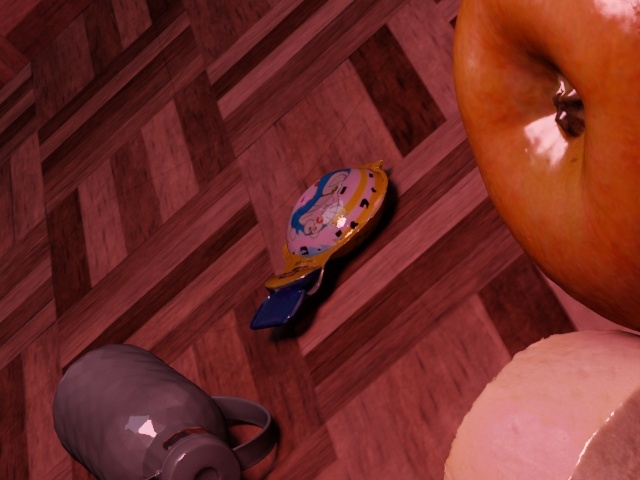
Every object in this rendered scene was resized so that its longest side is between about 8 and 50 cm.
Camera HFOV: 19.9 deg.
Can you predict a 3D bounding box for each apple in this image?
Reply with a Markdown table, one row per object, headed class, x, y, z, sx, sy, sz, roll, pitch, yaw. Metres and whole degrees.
| class | x | y | z | sx | sy | sz | roll | pitch | yaw |
| --- | --- | --- | --- | --- | --- | --- | --- | --- | --- |
| apple | 0.265 | -0.123 | 1.258 | 0.400 | 0.333 | 0.400 | -177 | 90 | -69 |

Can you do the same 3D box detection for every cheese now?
| class | x | y | z | sx | sy | sz | roll | pitch | yaw |
| --- | --- | --- | --- | --- | --- | --- | --- | --- | --- |
| cheese | 0.000 | 0.000 | 2.025 | 0.156 | 0.064 | 0.250 | -14 | 38 | 50 |

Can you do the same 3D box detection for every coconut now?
| class | x | y | z | sx | sy | sz | roll | pitch | yaw |
| --- | --- | --- | --- | --- | --- | --- | --- | --- | --- |
| coconut | 0.220 | 0.186 | 1.259 | 0.239 | 0.239 | 0.244 | -51 | 24 | -9 |

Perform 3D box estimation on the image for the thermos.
| class | x | y | z | sx | sy | sz | roll | pitch | yaw |
| --- | --- | --- | --- | --- | --- | --- | --- | --- | --- |
| thermos | -0.156 | 0.204 | 1.904 | 0.182 | 0.145 | 0.286 | -19 | 19 | -23 |
